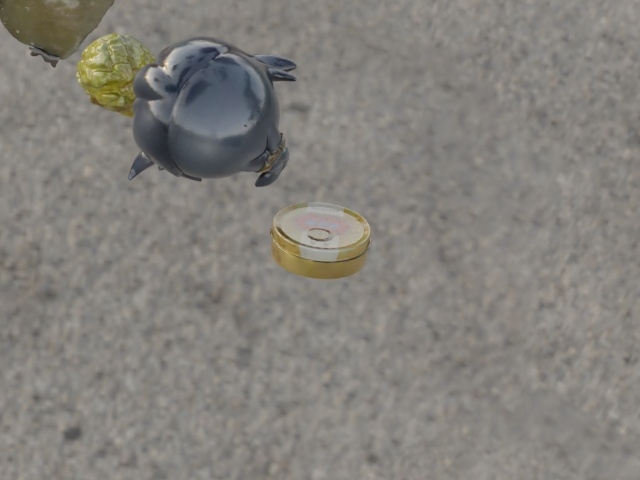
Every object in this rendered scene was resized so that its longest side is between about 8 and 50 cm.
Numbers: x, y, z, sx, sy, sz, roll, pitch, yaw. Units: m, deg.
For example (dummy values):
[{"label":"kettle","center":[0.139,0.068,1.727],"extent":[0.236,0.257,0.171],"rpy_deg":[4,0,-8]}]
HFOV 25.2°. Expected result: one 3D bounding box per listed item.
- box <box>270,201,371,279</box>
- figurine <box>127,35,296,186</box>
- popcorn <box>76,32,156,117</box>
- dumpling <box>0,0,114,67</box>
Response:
[{"label":"box","center":[0.000,0.000,1.480],"extent":[0.106,0.037,0.105],"rpy_deg":[4,30,-2]},{"label":"figurine","center":[-0.124,-0.148,1.662],"extent":[0.197,0.175,0.265],"rpy_deg":[7,8,18]},{"label":"popcorn","center":[-0.274,-0.220,1.920],"extent":[0.106,0.116,0.121],"rpy_deg":[-6,18,24]},{"label":"dumpling","center":[-0.198,-0.317,1.237],"extent":[0.166,0.332,0.086],"rpy_deg":[33,24,-22]}]
